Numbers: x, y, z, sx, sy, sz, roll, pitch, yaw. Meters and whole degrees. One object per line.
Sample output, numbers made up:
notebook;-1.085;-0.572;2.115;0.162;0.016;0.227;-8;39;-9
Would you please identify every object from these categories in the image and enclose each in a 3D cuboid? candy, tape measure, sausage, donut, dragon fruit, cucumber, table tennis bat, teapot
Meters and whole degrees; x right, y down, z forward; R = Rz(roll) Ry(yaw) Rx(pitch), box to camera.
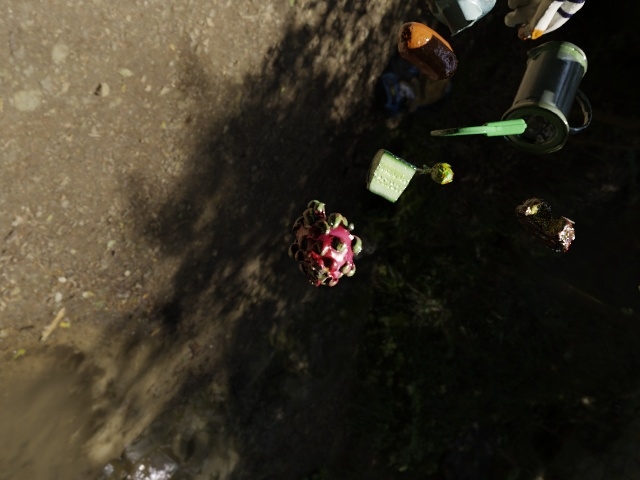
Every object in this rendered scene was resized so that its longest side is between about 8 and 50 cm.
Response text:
candy;0.390;-0.264;2.017;0.073;0.262;0.077;-24;116;-28
tape measure;0.380;-0.738;1.531;0.147;0.256;0.275;-20;-157;45
sausage;0.378;-0.666;1.888;0.133;0.258;0.133;-47;-155;30
donut;0.825;-0.060;1.958;0.096;0.230;0.216;-47;144;2
dragon fruit;-0.005;0.004;1.575;0.198;0.273;0.219;-17;136;-38
cucumber;0.183;-0.177;1.446;0.117;0.115;0.062;-58;-161;22
table tennis bat;0.412;-0.286;1.395;0.160;0.256;0.039;-142;-135;-74
teapot;0.737;-0.450;1.693;0.337;0.270;0.200;-63;-176;-24

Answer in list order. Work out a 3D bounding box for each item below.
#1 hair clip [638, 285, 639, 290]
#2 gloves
hair clip;0.883;0.124;1.409;0.188;0.033;0.060;7;141;-43
gloves;0.493;-0.520;1.134;0.131;0.140;0.219;-10;155;-11
